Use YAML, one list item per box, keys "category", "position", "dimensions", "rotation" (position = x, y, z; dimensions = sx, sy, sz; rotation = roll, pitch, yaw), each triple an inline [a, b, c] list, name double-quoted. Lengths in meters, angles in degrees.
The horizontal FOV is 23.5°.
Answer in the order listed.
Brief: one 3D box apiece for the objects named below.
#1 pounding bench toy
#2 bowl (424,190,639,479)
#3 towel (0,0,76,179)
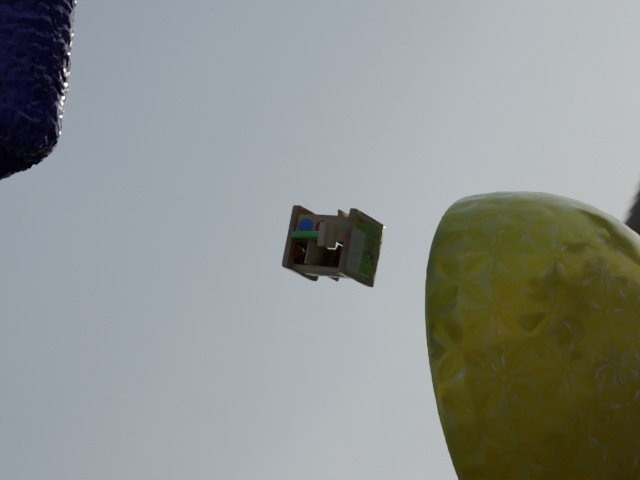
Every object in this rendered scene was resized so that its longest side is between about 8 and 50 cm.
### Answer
- category: "pounding bench toy"
  position: [0.000, 0.000, 1.208]
  dimensions: [0.083, 0.065, 0.052]
  rotation: [28, -110, -58]
- category: "bowl"
  position: [0.207, 0.090, 1.100]
  dimensions: [0.156, 0.289, 0.289]
  rotation: [-14, -23, 27]
- category: "towel"
  position: [-0.247, -0.174, 0.848]
  dimensions: [0.228, 0.308, 0.076]
  rotation: [-6, -26, 8]
